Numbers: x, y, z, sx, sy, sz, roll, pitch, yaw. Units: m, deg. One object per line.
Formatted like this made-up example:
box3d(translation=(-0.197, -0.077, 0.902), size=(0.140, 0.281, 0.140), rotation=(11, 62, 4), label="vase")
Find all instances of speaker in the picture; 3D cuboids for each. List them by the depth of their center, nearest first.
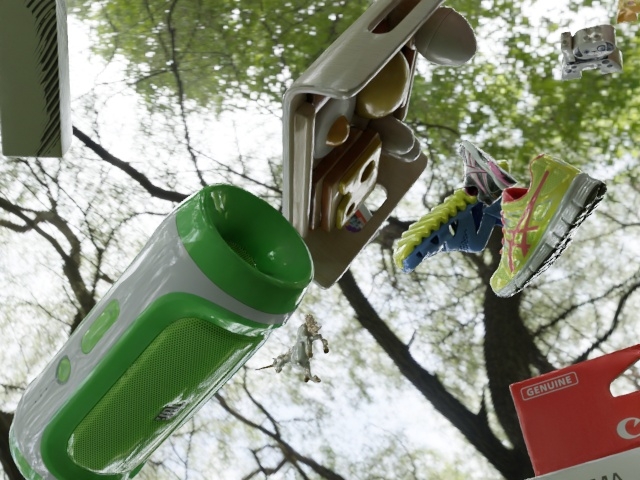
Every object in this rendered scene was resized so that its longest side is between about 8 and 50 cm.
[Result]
box3d(translation=(-0.138, 0.092, 0.651), size=(0.131, 0.131, 0.296), rotation=(26, -60, -33), label="speaker")

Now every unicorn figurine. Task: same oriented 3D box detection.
box3d(translation=(-0.035, 0.200, 1.384), size=(0.060, 0.111, 0.162), rotation=(19, -73, -35), label="unicorn figurine")

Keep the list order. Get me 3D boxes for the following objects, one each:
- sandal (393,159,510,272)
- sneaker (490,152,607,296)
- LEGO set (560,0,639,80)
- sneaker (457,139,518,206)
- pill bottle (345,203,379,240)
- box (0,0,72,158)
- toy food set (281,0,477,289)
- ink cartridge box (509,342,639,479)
box3d(translation=(0.291, -0.028, 1.611), size=(0.317, 0.126, 0.138), rotation=(-36, -82, -8), label="sandal")
box3d(translation=(0.245, -0.019, 0.921), size=(0.081, 0.094, 0.209), rotation=(-29, -26, -41), label="sneaker")
box3d(translation=(0.318, -0.219, 0.693), size=(0.093, 0.227, 0.087), rotation=(41, -129, -52), label="LEGO set")
box3d(translation=(0.282, -0.121, 1.431), size=(0.072, 0.178, 0.077), rotation=(32, -73, -23), label="sneaker")
box3d(translation=(0.000, 0.000, 1.408), size=(0.193, 0.108, 0.108), rotation=(-36, -61, -4), label="pill bottle")
box3d(translation=(-0.435, -0.270, 1.196), size=(0.094, 0.113, 0.275), rotation=(1, -67, -9), label="box")
box3d(translation=(0.064, -0.104, 0.747), size=(0.220, 0.092, 0.306), rotation=(-50, -19, -28), label="toy food set")
box3d(translation=(0.337, 0.198, 0.734), size=(0.296, 0.261, 0.066), rotation=(-23, -39, 18), label="ink cartridge box")
